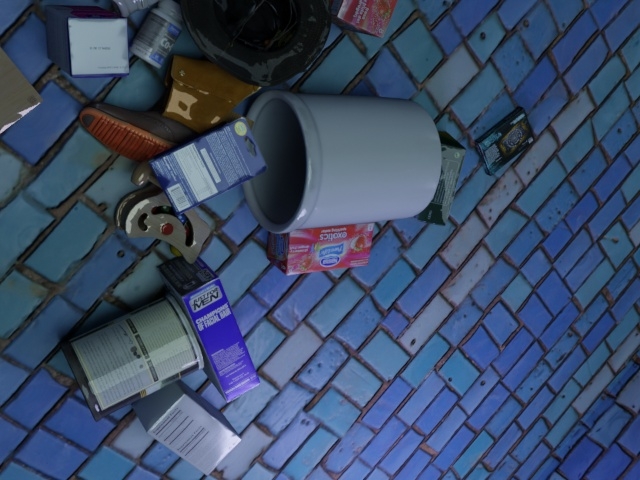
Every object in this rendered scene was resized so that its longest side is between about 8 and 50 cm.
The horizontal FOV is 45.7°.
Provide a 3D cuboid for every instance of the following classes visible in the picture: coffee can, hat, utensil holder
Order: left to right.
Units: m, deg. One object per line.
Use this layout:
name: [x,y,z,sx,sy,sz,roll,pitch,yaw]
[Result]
coffee can: [-0.443,0.273,1.792,0.275,0.201,0.202,-25,121,-20]
hat: [-0.148,-0.497,1.623,0.331,0.134,0.331,-6,106,-20]
utensil holder: [0.048,-0.189,1.817,0.385,0.327,0.328,-4,113,-32]

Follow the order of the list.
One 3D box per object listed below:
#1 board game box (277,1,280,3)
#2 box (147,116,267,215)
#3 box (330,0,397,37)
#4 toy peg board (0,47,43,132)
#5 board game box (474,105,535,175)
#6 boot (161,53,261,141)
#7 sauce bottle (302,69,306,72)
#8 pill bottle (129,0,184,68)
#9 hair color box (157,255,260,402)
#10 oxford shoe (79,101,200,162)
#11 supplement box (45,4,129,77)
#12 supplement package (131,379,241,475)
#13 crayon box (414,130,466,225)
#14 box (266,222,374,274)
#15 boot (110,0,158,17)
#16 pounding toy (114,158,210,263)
board game box: [-0.044,-0.661,1.656,0.136,0.030,0.260,-36,147,-42]
box: [-0.240,-0.163,1.639,0.225,0.036,0.136,-26,115,-6]
box: [0.107,-0.642,1.759,0.142,0.154,0.300,14,101,-35]
toy peg board: [-0.669,-0.299,1.495,0.161,0.079,0.161,-40,141,-10]
board game box: [0.549,-0.295,2.257,0.186,0.026,0.126,-38,125,-12]
boot: [-0.226,-0.373,1.681,0.211,0.104,0.295,22,71,-23]
sauce bottle: [-0.057,-0.464,1.805,0.042,0.042,0.128,-20,120,-23]
pill bottle: [-0.343,-0.444,1.616,0.078,0.078,0.137,28,95,-37]
hair color box: [-0.274,0.211,1.879,0.110,0.185,0.339,-29,124,-18]
oxford shoe: [-0.353,-0.244,1.697,0.363,0.130,0.133,20,67,-29]
supplement box: [-0.458,-0.392,1.481,0.111,0.220,0.114,-9,114,-29]
supplement package: [-0.348,0.475,1.978,0.134,0.139,0.244,-46,125,-7]
crayon box: [0.296,-0.180,2.019,0.083,0.323,0.203,12,106,-3]
box: [0.000,0.000,1.991,0.256,0.122,0.128,-5,114,-30]
boot: [-0.392,-0.539,1.468,0.123,0.095,0.258,-36,151,-8]
pounding toy: [-0.362,-0.042,1.732,0.154,0.155,0.269,-47,127,-11]
